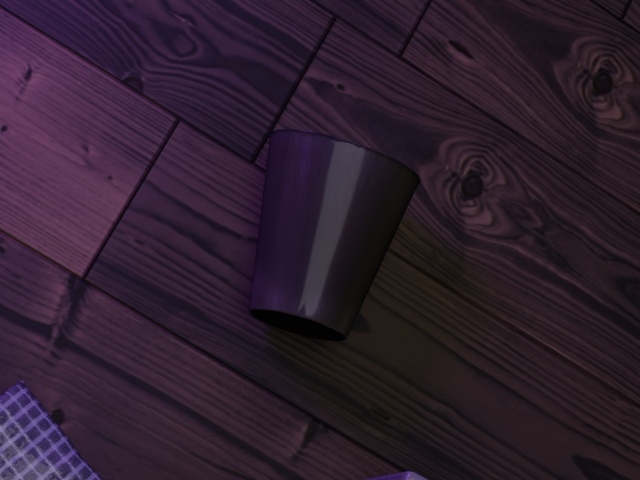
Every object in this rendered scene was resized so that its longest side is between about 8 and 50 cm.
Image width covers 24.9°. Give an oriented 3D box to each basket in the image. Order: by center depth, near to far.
[{"bbox_3d":[0.000,0.000,1.823,0.204,0.154,0.227,20,76,-12],"label":"basket"}]

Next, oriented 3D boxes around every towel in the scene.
[{"bbox_3d":[-0.378,0.332,1.631,0.283,0.121,0.235,-40,91,-22],"label":"towel"}]

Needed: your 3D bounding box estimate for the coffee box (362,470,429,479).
[{"bbox_3d":[0.068,0.438,1.731,0.119,0.168,0.297,28,70,-10],"label":"coffee box"}]
